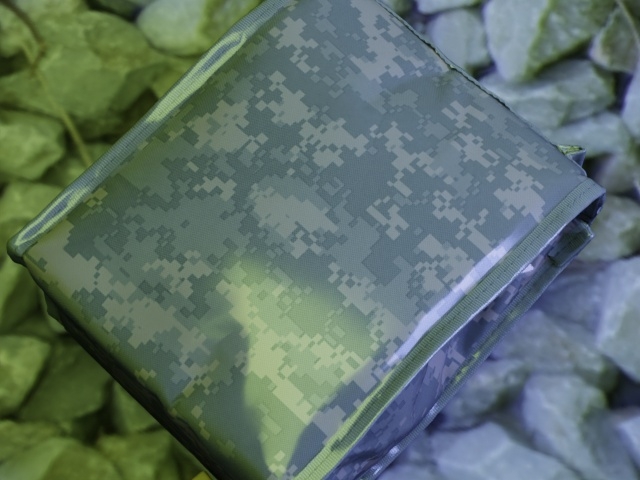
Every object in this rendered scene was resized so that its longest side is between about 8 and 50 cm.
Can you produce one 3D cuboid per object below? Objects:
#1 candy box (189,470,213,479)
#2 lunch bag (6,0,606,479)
[{"bbox_3d":[-0.053,0.240,0.937,0.109,0.053,0.187,-37,73,-15],"label":"candy box"},{"bbox_3d":[0.000,0.000,0.977,0.235,0.169,0.287,41,77,16],"label":"lunch bag"}]
